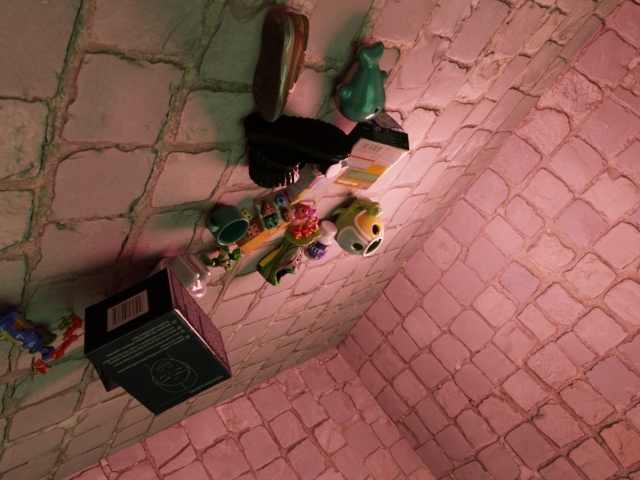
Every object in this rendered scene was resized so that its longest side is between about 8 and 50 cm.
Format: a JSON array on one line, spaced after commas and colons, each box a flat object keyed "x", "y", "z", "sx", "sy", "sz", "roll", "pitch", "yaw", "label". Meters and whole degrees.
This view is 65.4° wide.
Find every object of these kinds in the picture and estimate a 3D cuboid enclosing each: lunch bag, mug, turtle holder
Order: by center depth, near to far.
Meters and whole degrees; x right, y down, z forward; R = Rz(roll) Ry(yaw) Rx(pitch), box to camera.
[{"x": -0.334, "y": -0.068, "z": 1.749, "sx": 0.129, "sy": 0.097, "sz": 0.158, "roll": -36, "pitch": 156, "yaw": -8, "label": "mug"}, {"x": 0.234, "y": -0.437, "z": 1.906, "sx": 0.096, "sy": 0.129, "sz": 0.151, "roll": -48, "pitch": 156, "yaw": 18, "label": "lunch bag"}, {"x": 0.203, "y": -0.072, "z": 2.393, "sx": 0.320, "sy": 0.227, "sz": 0.243, "roll": -50, "pitch": 154, "yaw": 24, "label": "turtle holder"}]

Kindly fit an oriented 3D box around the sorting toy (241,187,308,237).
[{"x": -0.176, "y": -0.108, "z": 1.885, "sx": 0.274, "sy": 0.046, "sz": 0.132, "roll": -25, "pitch": 118, "yaw": -18, "label": "sorting toy"}]

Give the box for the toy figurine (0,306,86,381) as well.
[{"x": -0.861, "y": 0.242, "z": 1.478, "sx": 0.191, "sy": 0.217, "sz": 0.362, "roll": -48, "pitch": -156, "yaw": -17, "label": "toy figurine"}]

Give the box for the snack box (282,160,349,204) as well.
[{"x": -0.020, "y": -0.228, "z": 1.844, "sx": 0.174, "sy": 0.070, "sz": 0.207, "roll": -25, "pitch": 172, "yaw": -39, "label": "snack box"}]

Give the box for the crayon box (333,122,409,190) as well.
[{"x": 0.164, "y": -0.314, "z": 1.896, "sx": 0.203, "sy": 0.083, "sz": 0.323, "roll": 9, "pitch": 154, "yaw": -22, "label": "crayon box"}]

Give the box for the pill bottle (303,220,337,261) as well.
[{"x": 0.000, "y": 0.000, "z": 2.362, "sx": 0.112, "sy": 0.112, "sz": 0.187, "roll": -13, "pitch": 145, "yaw": -47, "label": "pill bottle"}]

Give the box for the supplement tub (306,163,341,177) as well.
[{"x": -0.015, "y": -0.300, "z": 1.684, "sx": 0.106, "sy": 0.198, "sz": 0.106, "roll": -34, "pitch": 157, "yaw": -16, "label": "supplement tub"}]

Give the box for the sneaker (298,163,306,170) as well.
[{"x": -0.050, "y": -0.272, "z": 1.860, "sx": 0.161, "sy": 0.057, "sz": 0.075, "roll": -35, "pitch": 151, "yaw": -20, "label": "sneaker"}]

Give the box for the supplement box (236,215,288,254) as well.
[{"x": -0.232, "y": -0.048, "z": 1.968, "sx": 0.233, "sy": 0.080, "sz": 0.078, "roll": -34, "pitch": 157, "yaw": -10, "label": "supplement box"}]

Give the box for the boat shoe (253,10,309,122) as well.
[{"x": -0.097, "y": -0.465, "z": 1.366, "sx": 0.116, "sy": 0.123, "sz": 0.324, "roll": -26, "pitch": 155, "yaw": -34, "label": "boat shoe"}]

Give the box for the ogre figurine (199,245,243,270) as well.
[{"x": -0.382, "y": 0.071, "z": 1.919, "sx": 0.197, "sy": 0.097, "sz": 0.118, "roll": -37, "pitch": 167, "yaw": 7, "label": "ogre figurine"}]

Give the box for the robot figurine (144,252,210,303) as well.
[{"x": -0.548, "y": 0.202, "z": 1.777, "sx": 0.353, "sy": 0.200, "sz": 0.300, "roll": -47, "pitch": 164, "yaw": 14, "label": "robot figurine"}]

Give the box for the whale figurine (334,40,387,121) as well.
[{"x": 0.153, "y": -0.507, "z": 1.637, "sx": 0.216, "sy": 0.141, "sz": 0.272, "roll": -26, "pitch": 153, "yaw": -29, "label": "whale figurine"}]

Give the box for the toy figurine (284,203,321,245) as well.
[{"x": -0.058, "y": -0.083, "z": 2.119, "sx": 0.173, "sy": 0.130, "sz": 0.159, "roll": -11, "pitch": 136, "yaw": -28, "label": "toy figurine"}]

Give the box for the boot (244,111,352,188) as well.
[{"x": -0.072, "y": -0.258, "z": 1.568, "sx": 0.260, "sy": 0.347, "sz": 0.131, "roll": 91, "pitch": 20, "yaw": -56, "label": "boot"}]

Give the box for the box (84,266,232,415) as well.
[{"x": -0.515, "y": 0.335, "z": 1.618, "sx": 0.293, "sy": 0.212, "sz": 0.395, "roll": -27, "pitch": 131, "yaw": -3, "label": "box"}]

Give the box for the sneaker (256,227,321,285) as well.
[{"x": -0.120, "y": 0.071, "z": 2.266, "sx": 0.343, "sy": 0.146, "sz": 0.134, "roll": -43, "pitch": 157, "yaw": 6, "label": "sneaker"}]

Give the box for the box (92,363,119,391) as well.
[{"x": -0.808, "y": 0.468, "z": 1.919, "sx": 0.093, "sy": 0.158, "sz": 0.156, "roll": -21, "pitch": 150, "yaw": -38, "label": "box"}]
